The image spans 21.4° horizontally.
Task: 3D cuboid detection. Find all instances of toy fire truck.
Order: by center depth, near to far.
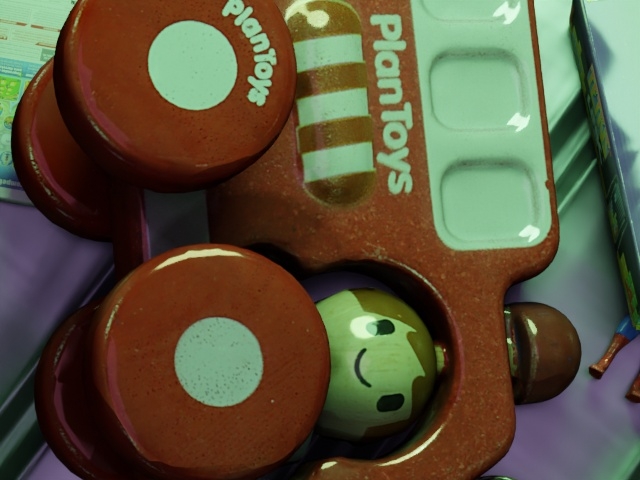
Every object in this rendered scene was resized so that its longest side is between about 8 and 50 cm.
[{"bbox_3d":[0.000,0.000,0.781,0.254,0.169,0.302,-4,81,-19],"label":"toy fire truck"}]

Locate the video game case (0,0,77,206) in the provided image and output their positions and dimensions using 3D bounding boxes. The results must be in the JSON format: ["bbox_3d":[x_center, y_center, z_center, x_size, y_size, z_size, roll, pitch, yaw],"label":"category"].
[{"bbox_3d":[-0.149,-0.079,0.859,0.087,0.011,0.122,10,81,2],"label":"video game case"}]

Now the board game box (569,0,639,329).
[{"bbox_3d":[0.205,-0.052,0.815,0.141,0.048,0.170,-8,69,-2],"label":"board game box"}]

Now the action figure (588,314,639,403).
[{"bbox_3d":[0.175,0.024,0.830,0.038,0.030,0.115,32,80,8],"label":"action figure"}]

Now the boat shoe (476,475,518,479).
[{"bbox_3d":[0.062,0.210,0.779,0.073,0.073,0.207,10,83,0],"label":"boat shoe"}]
